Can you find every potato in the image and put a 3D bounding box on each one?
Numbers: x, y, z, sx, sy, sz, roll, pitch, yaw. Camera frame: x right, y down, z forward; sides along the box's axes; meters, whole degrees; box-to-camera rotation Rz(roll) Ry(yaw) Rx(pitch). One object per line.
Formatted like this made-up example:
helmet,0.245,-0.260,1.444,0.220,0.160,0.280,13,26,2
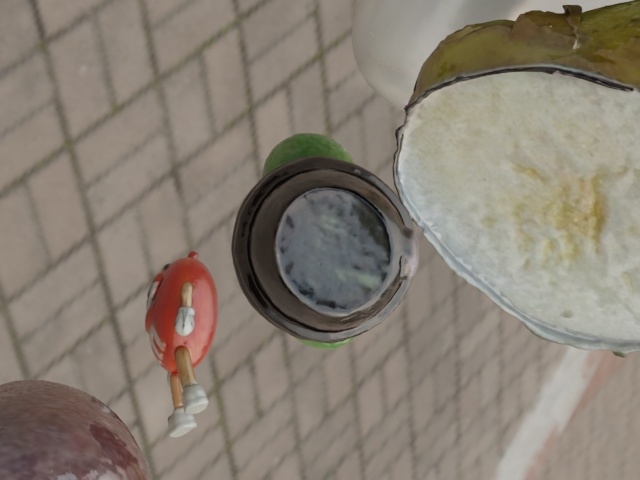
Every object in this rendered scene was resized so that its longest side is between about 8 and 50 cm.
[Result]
potato,0.218,-0.066,1.026,0.196,0.299,0.246,-58,155,-46

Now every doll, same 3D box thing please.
doll,-0.160,0.106,1.717,0.183,0.085,0.217,118,-27,-65

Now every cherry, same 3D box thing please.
cherry,-0.256,0.230,1.201,0.307,0.261,0.221,-84,154,-65

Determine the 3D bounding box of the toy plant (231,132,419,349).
toy plant,0.000,0.000,1.433,0.235,0.175,0.218,177,-91,-84

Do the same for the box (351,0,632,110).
box,0.204,-0.232,1.195,0.288,0.141,0.349,8,132,-40
